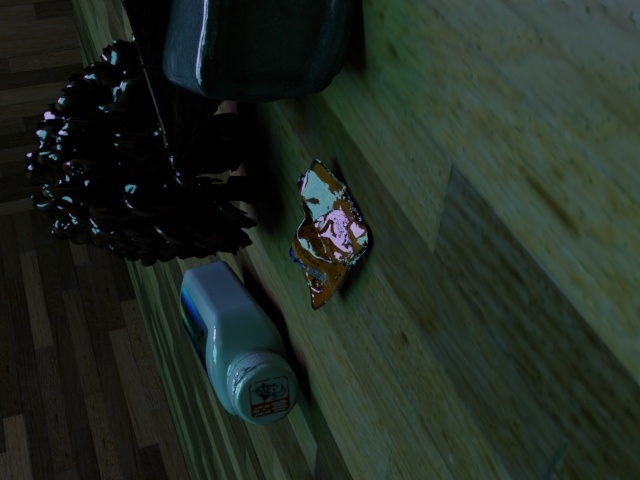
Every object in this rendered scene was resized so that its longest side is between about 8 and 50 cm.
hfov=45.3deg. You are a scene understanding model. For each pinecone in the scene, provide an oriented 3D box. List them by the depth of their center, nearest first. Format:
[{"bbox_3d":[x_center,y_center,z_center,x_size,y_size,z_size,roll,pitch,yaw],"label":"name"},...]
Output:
[{"bbox_3d":[-0.159,-0.079,0.705,0.221,0.221,0.222,167,90,-72],"label":"pinecone"}]

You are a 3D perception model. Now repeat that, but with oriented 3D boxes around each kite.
[{"bbox_3d":[-0.097,-0.141,0.556,0.232,0.009,0.189,29,-118,-72],"label":"kite"}]

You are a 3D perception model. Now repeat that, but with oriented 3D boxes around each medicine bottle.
[{"bbox_3d":[-0.089,0.113,0.819,0.229,0.083,0.121,-139,38,-63],"label":"medicine bottle"}]

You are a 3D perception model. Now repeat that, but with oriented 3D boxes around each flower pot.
[{"bbox_3d":[-0.048,-0.197,0.443,0.108,0.103,0.229,-141,42,-62],"label":"flower pot"}]

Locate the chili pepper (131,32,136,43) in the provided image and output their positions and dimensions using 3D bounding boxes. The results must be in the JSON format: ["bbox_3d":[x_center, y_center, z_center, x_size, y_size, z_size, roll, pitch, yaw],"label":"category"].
[{"bbox_3d":[-0.223,-0.221,1.051,0.182,0.050,0.073,60,149,38],"label":"chili pepper"}]

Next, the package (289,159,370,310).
[{"bbox_3d":[-0.001,0.001,0.552,0.111,0.032,0.077,113,150,-54],"label":"package"}]
